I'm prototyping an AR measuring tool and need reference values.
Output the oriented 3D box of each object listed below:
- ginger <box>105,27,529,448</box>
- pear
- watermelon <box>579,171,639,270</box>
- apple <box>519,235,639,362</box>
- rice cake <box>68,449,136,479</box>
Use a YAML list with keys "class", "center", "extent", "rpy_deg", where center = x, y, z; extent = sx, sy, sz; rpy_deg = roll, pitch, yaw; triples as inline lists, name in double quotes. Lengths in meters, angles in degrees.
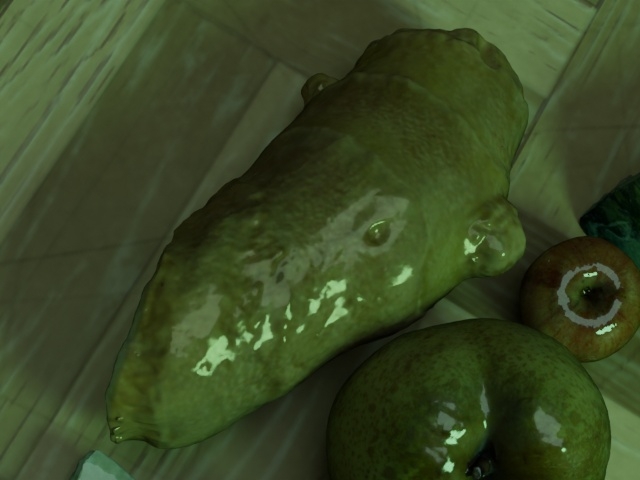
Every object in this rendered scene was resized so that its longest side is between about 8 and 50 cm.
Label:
- class: "ginger"
  center: [0.000, 0.000, 1.182]
  extent: [0.354, 0.126, 0.190]
  rpy_deg: [-39, 65, -20]
- class: "pear"
  center: [0.085, 0.125, 1.148]
  extent: [0.167, 0.136, 0.167]
  rpy_deg: [-1, 102, -3]
- class: "watermelon"
  center: [0.310, -0.044, 1.311]
  extent: [0.154, 0.094, 0.241]
  rpy_deg: [47, 64, -3]
- class: "apple"
  center: [0.166, 0.039, 1.244]
  extent: [0.084, 0.071, 0.084]
  rpy_deg: [2, 73, -6]
- class: "rice cake"
  center: [-0.080, 0.229, 1.128]
  extent: [0.211, 0.038, 0.124]
  rpy_deg: [33, 66, -1]
